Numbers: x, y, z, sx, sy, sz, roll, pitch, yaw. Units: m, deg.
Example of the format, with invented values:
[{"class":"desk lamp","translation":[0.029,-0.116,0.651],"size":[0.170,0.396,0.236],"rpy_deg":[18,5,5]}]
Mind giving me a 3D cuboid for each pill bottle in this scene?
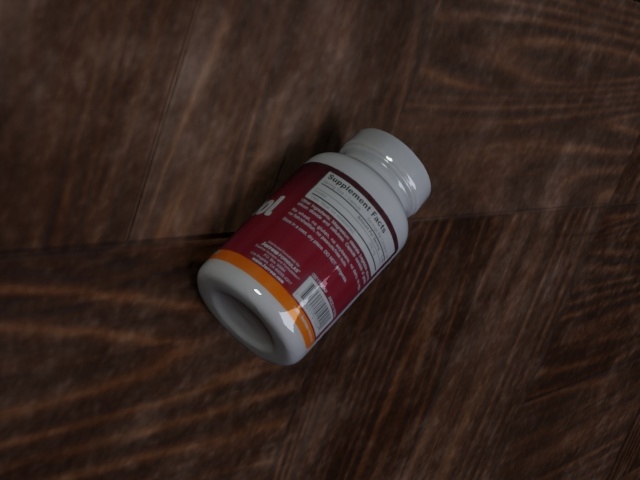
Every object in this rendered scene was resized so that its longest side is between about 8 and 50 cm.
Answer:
[{"class":"pill bottle","translation":[0.000,0.000,0.763],"size":[0.152,0.086,0.086],"rpy_deg":[-46,147,-24]}]

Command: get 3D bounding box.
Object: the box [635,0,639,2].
[{"class":"box","translation":[0.166,-0.229,0.626],"size":[0.290,0.279,0.177],"rpy_deg":[2,114,-57]}]
